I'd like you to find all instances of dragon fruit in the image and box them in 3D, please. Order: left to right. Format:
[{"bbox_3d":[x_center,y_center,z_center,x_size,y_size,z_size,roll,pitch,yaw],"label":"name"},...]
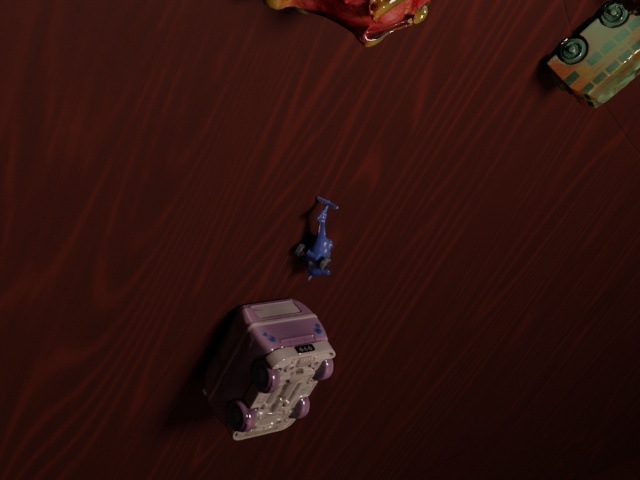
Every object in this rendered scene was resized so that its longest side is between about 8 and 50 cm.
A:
[{"bbox_3d":[0.035,-0.290,1.326,0.207,0.133,0.150,-12,119,-11],"label":"dragon fruit"}]

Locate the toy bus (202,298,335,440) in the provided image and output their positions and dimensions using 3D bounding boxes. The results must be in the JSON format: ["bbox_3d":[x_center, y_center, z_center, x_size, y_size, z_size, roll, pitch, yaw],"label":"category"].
[{"bbox_3d":[-0.084,0.201,1.872,0.142,0.142,0.202,-8,139,-42],"label":"toy bus"}]

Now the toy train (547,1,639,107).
[{"bbox_3d":[0.429,-0.283,1.782,0.188,0.099,0.072,-41,150,8],"label":"toy train"}]

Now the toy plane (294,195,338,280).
[{"bbox_3d":[0.000,0.000,1.780,0.062,0.054,0.167,-51,161,-31],"label":"toy plane"}]

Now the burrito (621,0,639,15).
[{"bbox_3d":[0.520,-0.446,1.647,0.299,0.105,0.143,-43,155,7],"label":"burrito"}]
